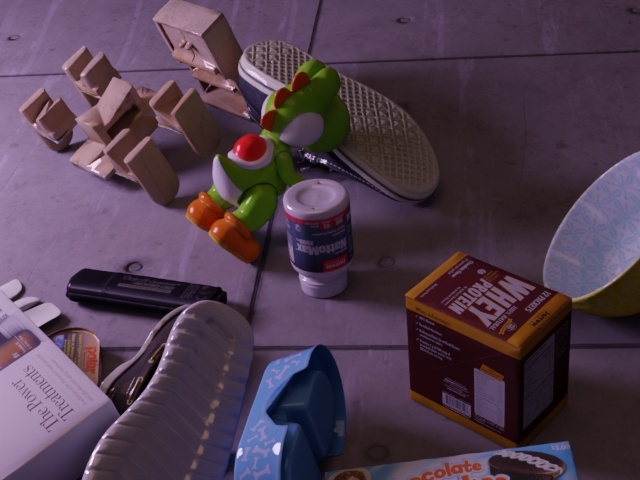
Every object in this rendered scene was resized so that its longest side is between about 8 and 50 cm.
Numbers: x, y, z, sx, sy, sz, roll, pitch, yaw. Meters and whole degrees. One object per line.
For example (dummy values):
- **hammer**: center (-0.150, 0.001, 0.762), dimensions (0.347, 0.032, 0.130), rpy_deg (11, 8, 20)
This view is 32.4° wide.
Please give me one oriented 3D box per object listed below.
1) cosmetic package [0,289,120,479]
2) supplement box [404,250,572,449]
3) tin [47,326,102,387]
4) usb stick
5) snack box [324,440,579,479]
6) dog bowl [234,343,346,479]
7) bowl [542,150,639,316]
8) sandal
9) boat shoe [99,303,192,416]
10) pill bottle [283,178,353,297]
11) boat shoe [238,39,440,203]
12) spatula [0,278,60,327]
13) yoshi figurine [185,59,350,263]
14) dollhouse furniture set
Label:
- **cosmetic package**: center (-0.490, 0.246, 1.572), dimensions (0.284, 0.097, 0.377), rpy_deg (-38, 45, -21)
- **supplement box**: center (0.233, 0.153, 1.540), dimensions (0.191, 0.194, 0.129), rpy_deg (24, 44, 35)
- **tin**: center (-0.389, 0.206, 1.700), dimensions (0.106, 0.040, 0.190), rpy_deg (-11, 35, -1)
- **usb stick**: center (-0.293, 0.089, 1.843), dimensions (0.278, 0.045, 0.077), rpy_deg (7, 30, 18)
- **snack box**: center (0.165, 0.352, 1.361), dimensions (0.322, 0.060, 0.187), rpy_deg (-9, 34, 6)
- **dog bowl**: center (-0.038, 0.267, 1.459), dimensions (0.074, 0.166, 0.297), rpy_deg (-7, 33, 20)
- **bowl**: center (0.499, 0.015, 1.702), dimensions (0.156, 0.289, 0.289), rpy_deg (35, 34, -15)
- **sandal**: center (-0.199, 0.267, 1.521), dimensions (0.169, 0.102, 0.416), rpy_deg (31, 50, -4)
- **boat shoe**: center (-0.240, 0.187, 1.670), dimensions (0.068, 0.081, 0.228), rpy_deg (20, 49, 28)
- **pill bottle**: center (0.000, 0.000, 1.806), dimensions (0.108, 0.180, 0.108), rpy_deg (-4, 35, 3)
- **boat shoe**: center (0.029, -0.210, 2.135), dimensions (0.500, 0.156, 0.187), rpy_deg (37, 50, 27)
- **spatula**: center (-0.569, 0.148, 1.825), dimensions (0.242, 0.019, 0.168), rpy_deg (-31, 43, -31)
- **yoshi figurine**: center (-0.063, -0.139, 1.948), dimensions (0.203, 0.362, 0.203), rpy_deg (35, 4, -4)
- **dollhouse furniture set**: center (-0.327, -0.260, 2.259), dimensions (0.362, 0.256, 0.394), rpy_deg (24, 66, 37)
